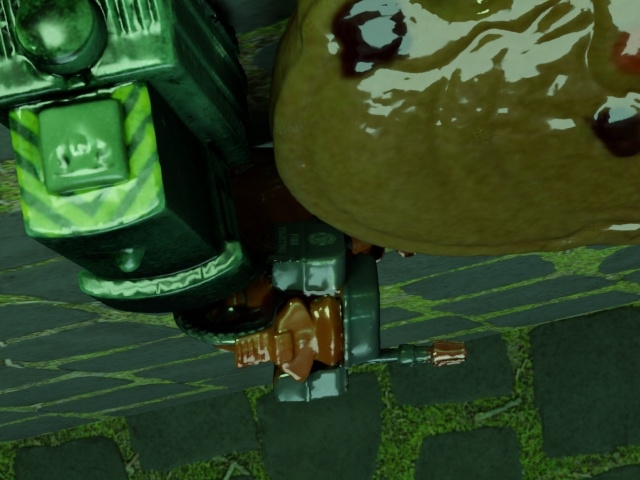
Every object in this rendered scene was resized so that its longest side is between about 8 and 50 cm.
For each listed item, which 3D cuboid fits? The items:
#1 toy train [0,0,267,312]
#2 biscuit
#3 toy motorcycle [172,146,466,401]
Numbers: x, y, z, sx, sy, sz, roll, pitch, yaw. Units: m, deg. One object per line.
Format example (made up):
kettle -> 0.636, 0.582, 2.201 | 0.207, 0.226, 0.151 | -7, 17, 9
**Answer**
toy train -> -0.115, -0.059, 1.109 | 0.138, 0.178, 0.330 | -11, 170, 5
biscuit -> 0.192, -0.098, 1.161 | 0.455, 0.078, 0.350 | -13, 149, 9
toy motorcycle -> 0.000, 0.000, 1.379 | 0.221, 0.148, 0.326 | -4, -151, 0
